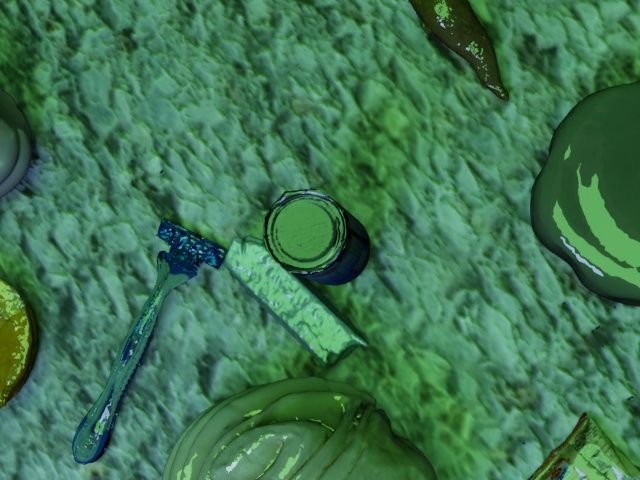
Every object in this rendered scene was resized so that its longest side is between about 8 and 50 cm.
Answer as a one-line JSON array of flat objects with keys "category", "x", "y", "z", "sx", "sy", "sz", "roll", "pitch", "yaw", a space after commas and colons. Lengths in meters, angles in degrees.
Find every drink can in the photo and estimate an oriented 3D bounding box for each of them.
[{"category": "drink can", "x": 0.000, "y": 0.000, "z": 1.563, "sx": 0.097, "sy": 0.235, "sz": 0.097, "roll": -1, "pitch": 86, "yaw": 9}]

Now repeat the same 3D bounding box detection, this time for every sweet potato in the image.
[{"category": "sweet potato", "x": 0.161, "y": -0.262, "z": 1.645, "sx": 0.068, "sy": 0.068, "sz": 0.226, "roll": -36, "pitch": 82, "yaw": 5}]

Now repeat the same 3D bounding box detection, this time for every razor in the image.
[{"category": "razor", "x": -0.231, "y": 0.134, "z": 1.683, "sx": 0.093, "sy": 0.056, "sz": 0.324, "roll": 27, "pitch": 91, "yaw": 9}]

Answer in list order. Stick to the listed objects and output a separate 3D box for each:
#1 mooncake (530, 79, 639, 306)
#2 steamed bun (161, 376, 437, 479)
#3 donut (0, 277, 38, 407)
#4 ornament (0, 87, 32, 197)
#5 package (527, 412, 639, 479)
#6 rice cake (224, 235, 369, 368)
[{"category": "mooncake", "x": 0.376, "y": -0.053, "z": 1.560, "sx": 0.275, "sy": 0.135, "sz": 0.274, "roll": -1, "pitch": 83, "yaw": 6}, {"category": "steamed bun", "x": -0.036, "y": 0.259, "z": 1.536, "sx": 0.276, "sy": 0.289, "sz": 0.203, "roll": -30, "pitch": 120, "yaw": -27}, {"category": "donut", "x": -0.436, "y": 0.133, "z": 1.708, "sx": 0.174, "sy": 0.074, "sz": 0.190, "roll": 4, "pitch": 82, "yaw": 11}, {"category": "ornament", "x": -0.451, "y": -0.121, "z": 1.680, "sx": 0.178, "sy": 0.177, "sz": 0.177, "roll": -1, "pitch": 85, "yaw": 9}, {"category": "package", "x": 0.321, "y": 0.280, "z": 1.593, "sx": 0.121, "sy": 0.031, "sz": 0.108, "roll": 41, "pitch": 92, "yaw": 15}, {"category": "rice cake", "x": -0.032, "y": 0.074, "z": 1.650, "sx": 0.206, "sy": 0.069, "sz": 0.063, "roll": 45, "pitch": 91, "yaw": 7}]
